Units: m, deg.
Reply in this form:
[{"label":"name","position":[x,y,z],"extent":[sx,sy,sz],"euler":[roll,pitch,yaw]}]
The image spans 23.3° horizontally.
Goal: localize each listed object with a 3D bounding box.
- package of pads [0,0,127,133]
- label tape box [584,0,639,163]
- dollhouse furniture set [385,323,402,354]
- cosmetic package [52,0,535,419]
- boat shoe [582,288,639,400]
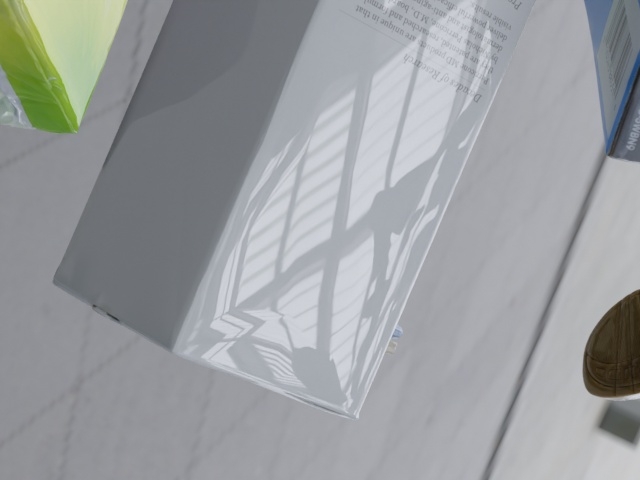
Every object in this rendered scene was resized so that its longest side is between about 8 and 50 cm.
[{"label":"package of pads","position":[-0.236,-0.261,1.201],"extent":[0.296,0.101,0.229],"euler":[74,26,-53]},{"label":"label tape box","position":[0.355,-0.126,1.037],"extent":[0.241,0.333,0.106],"euler":[-84,-175,-54]},{"label":"dollhouse furniture set","position":[0.000,0.000,1.454],"extent":[0.303,0.286,0.198],"euler":[12,-100,61]},{"label":"cosmetic package","position":[-0.009,-0.096,0.993],"extent":[0.155,0.197,0.366],"euler":[22,91,-34]},{"label":"boat shoe","position":[0.337,0.081,1.322],"extent":[0.277,0.096,0.098],"euler":[-32,-131,52]}]
